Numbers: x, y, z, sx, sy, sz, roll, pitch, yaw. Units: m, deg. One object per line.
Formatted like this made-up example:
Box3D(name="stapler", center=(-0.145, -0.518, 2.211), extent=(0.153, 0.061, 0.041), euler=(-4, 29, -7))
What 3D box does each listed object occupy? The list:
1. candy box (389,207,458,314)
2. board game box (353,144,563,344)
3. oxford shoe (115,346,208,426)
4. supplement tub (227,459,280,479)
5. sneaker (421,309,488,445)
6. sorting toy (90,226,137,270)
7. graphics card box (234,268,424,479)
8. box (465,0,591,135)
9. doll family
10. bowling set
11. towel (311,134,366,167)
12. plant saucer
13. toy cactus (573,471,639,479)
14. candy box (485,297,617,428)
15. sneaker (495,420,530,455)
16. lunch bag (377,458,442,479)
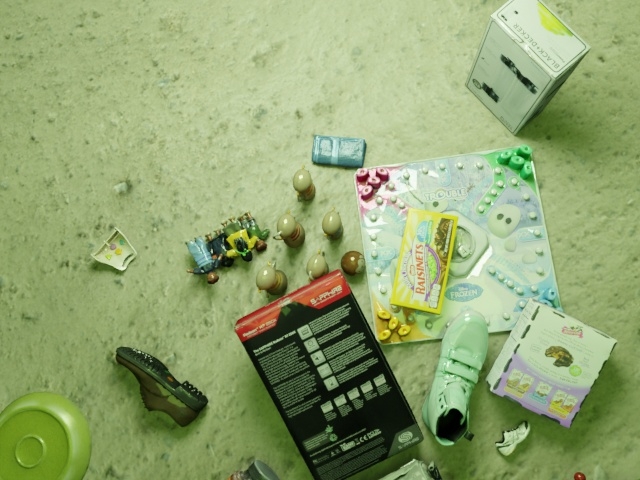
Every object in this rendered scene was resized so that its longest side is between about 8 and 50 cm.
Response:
Box3D(name="candy box", center=(0.212, 0.041, 1.162), extent=(0.105, 0.027, 0.206), euler=(10, 82, 10))
Box3D(name="board game box", center=(0.286, 0.005, 1.201), extent=(0.390, 0.050, 0.390), euler=(-8, 80, 4))
Box3D(name="oxford shoe", center=(-0.355, 0.309, 1.195), extent=(0.227, 0.083, 0.096), euler=(36, 90, 11))
Box3D(name="supplement tub", center=(-0.169, 0.537, 1.127), extent=(0.106, 0.106, 0.198), euler=(40, 85, 10))
Box3D(name="sneaker", center=(0.273, 0.266, 1.084), extent=(0.094, 0.151, 0.256), euler=(18, 94, -1))
Box3D(name="sorting toy", center=(-0.455, 0.026, 1.273), extent=(0.075, 0.045, 0.083), euler=(40, 86, 3))
Box3D(name="graphics card box", center=(0.019, 0.269, 1.110), extent=(0.233, 0.094, 0.371), euler=(-28, 96, 0))
Box3D(name="box", center=(0.396, -0.340, 1.127), extent=(0.087, 0.290, 0.169), euler=(-40, 79, -2))
Box3D(name="doll family", center=(-0.202, 0.019, 1.237), extent=(0.193, 0.076, 0.111), euler=(-29, 83, 5))
Box3D(name="bowling set", center=(0.000, 0.000, 1.174), extent=(0.200, 0.154, 0.287), euler=(14, 82, 9))
Box3D(name="towel", center=(0.041, -0.199, 1.268), extent=(0.119, 0.029, 0.067), euler=(7, 82, 6))
Box3D(name="plant saucer", center=(-0.614, 0.450, 1.218), extent=(0.241, 0.037, 0.241), euler=(-1, 81, 5))
Box3D(name="toy cactus", center=(0.582, 0.526, 1.074), extent=(0.219, 0.112, 0.180), euler=(7, 100, 4))
Box3D(name="candy box", center=(0.446, 0.236, 1.107), extent=(0.165, 0.070, 0.196), euler=(26, 98, 2))
Box3D(name="sneaker", center=(0.385, 0.390, 1.136), extent=(0.037, 0.032, 0.083), euler=(41, 86, 10))
Box3D(name="lunch bag", center=(0.122, 0.577, 1.037), extent=(0.305, 0.212, 0.256), euler=(-25, 80, 0))
